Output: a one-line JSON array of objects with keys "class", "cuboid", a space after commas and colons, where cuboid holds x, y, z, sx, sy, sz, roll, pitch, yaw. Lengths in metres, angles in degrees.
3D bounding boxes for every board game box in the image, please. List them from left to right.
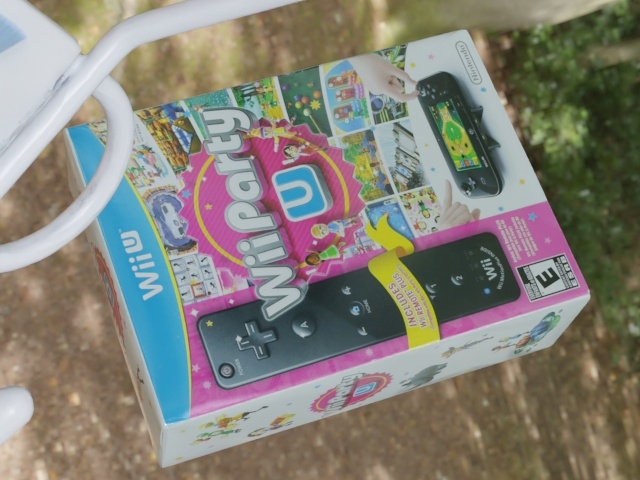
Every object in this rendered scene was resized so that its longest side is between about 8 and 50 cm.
[{"class": "board game box", "cuboid": [0.000, 0.000, 0.887, 0.097, 0.303, 0.224, 108, -37, -64]}]

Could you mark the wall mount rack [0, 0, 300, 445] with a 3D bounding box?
[{"class": "wall mount rack", "cuboid": [-0.107, -0.072, 0.431, 0.130, 0.304, 0.350, 43, 3, 28]}]
